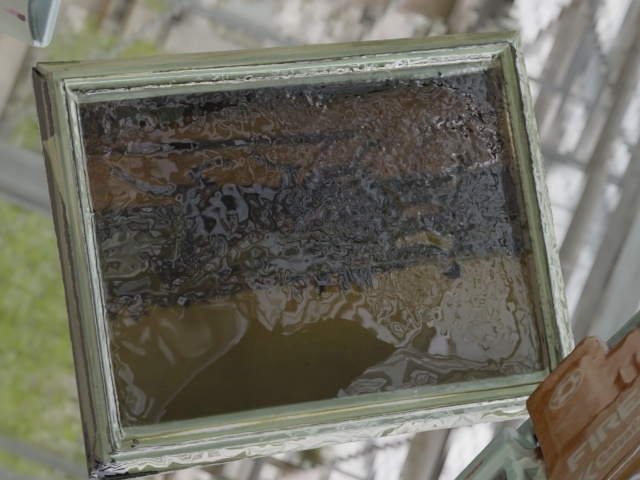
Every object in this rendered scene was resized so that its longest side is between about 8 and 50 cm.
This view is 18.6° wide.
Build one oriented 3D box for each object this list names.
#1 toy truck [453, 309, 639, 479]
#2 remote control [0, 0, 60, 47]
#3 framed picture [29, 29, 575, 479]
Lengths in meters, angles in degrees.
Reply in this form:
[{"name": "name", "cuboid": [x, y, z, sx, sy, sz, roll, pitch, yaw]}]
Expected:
[{"name": "toy truck", "cuboid": [0.126, 0.081, 0.633, 0.338, 0.133, 0.184, -48, -166, 12]}, {"name": "remote control", "cuboid": [-0.134, -0.181, 0.951, 0.065, 0.029, 0.166, 26, -75, 46]}, {"name": "framed picture", "cuboid": [0.000, 0.000, 0.928, 0.014, 0.252, 0.197, 153, -71, -70]}]
